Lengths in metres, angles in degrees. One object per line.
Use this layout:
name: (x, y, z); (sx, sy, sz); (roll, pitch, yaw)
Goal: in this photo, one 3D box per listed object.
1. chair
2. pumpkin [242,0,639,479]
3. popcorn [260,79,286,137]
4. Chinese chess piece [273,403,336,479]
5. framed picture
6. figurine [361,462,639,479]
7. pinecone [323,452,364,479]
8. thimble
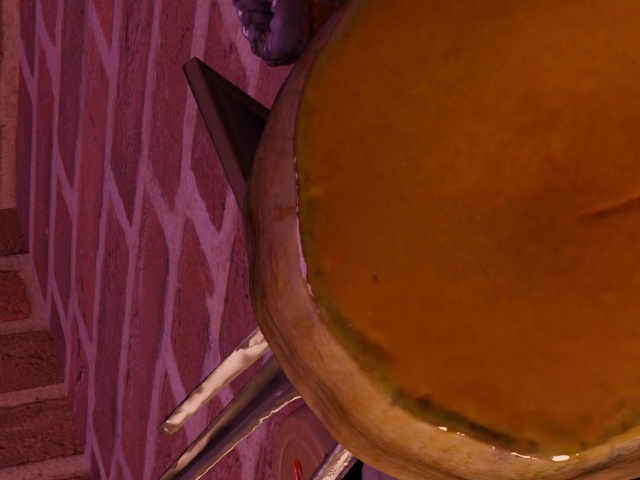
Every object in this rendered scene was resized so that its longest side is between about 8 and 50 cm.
chair: (0.002, 0.088, 1.207); (0.274, 0.190, 0.203); (-53, 12, 9)
pumpkin: (0.109, -0.015, 0.882); (0.199, 0.332, 0.332); (19, -118, -83)
popcorn: (0.043, -0.058, 1.388); (0.204, 0.184, 0.221); (90, 161, -44)
Chinese chess piece: (0.035, 0.285, 1.670); (0.273, 0.102, 0.273); (172, 90, -71)
framed picture: (0.000, 0.000, 1.520); (0.022, 0.247, 0.335); (-38, 49, 17)
figurine: (0.148, 0.150, 1.058); (0.176, 0.236, 0.133); (108, 149, -55)
pinecone: (0.075, 0.251, 1.392); (0.221, 0.221, 0.221); (172, 90, -72)
thimble: (-0.019, -0.245, 1.588); (0.127, 0.118, 0.151); (110, 147, -51)
